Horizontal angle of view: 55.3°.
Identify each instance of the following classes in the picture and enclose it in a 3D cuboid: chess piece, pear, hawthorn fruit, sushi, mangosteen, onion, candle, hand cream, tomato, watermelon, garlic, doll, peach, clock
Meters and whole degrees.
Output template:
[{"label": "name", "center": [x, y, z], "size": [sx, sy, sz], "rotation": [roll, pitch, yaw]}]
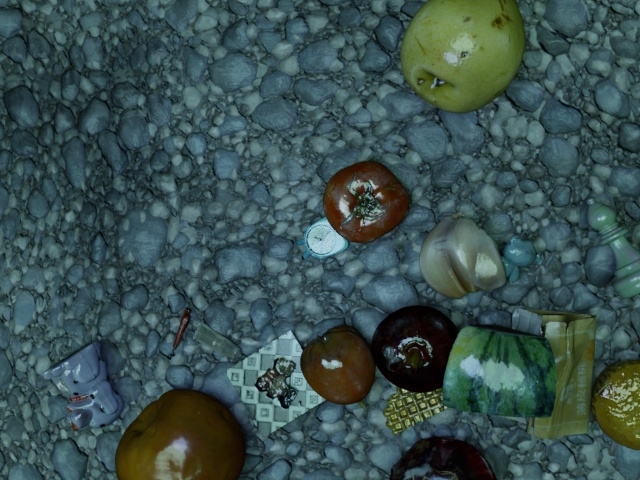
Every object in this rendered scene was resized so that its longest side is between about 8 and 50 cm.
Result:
[{"label": "chess piece", "center": [0.764, 0.005, 1.565], "size": [0.139, 0.139, 0.271], "rotation": [-29, 75, 10]}, {"label": "pear", "center": [0.357, -0.484, 1.534], "size": [0.310, 0.309, 0.308], "rotation": [0, 91, 10]}, {"label": "hawthorn fruit", "center": [0.065, 0.358, 1.665], "size": [0.200, 0.199, 0.251], "rotation": [-29, 101, 10]}, {"label": "sushi", "center": [-0.120, 0.410, 1.761], "size": [0.231, 0.047, 0.219], "rotation": [-33, 81, 5]}, {"label": "mangosteen", "center": [0.246, 0.285, 1.582], "size": [0.236, 0.261, 0.235], "rotation": [1, 93, 12]}, {"label": "onion", "center": [0.323, 0.674, 1.604], "size": [0.314, 0.232, 0.313], "rotation": [-14, 61, 28]}, {"label": "candle", "center": [-0.420, 0.282, 1.823], "size": [0.026, 0.021, 0.167], "rotation": [22, 95, 10]}, {"label": "hand cream", "center": [-0.300, 0.302, 1.801], "size": [0.165, 0.037, 0.057], "rotation": [27, 96, 16]}, {"label": "tomato", "center": [0.126, -0.109, 1.658], "size": [0.237, 0.095, 0.236], "rotation": [0, 83, 0]}, {"label": "watermelon", "center": [0.456, 0.328, 1.540], "size": [0.262, 0.201, 0.212], "rotation": [8, 92, 18]}, {"label": "garlic", "center": [0.356, 0.041, 1.611], "size": [0.217, 0.110, 0.227], "rotation": [-27, 74, 35]}, {"label": "doll", "center": [0.496, 0.060, 1.638], "size": [0.120, 0.075, 0.180], "rotation": [31, 122, -29]}, {"label": "peach", "center": [-0.377, 0.592, 1.679], "size": [0.343, 0.342, 0.301], "rotation": [-37, 108, 9]}, {"label": "clock", "center": [0.000, 0.000, 1.729], "size": [0.147, 0.045, 0.108], "rotation": [-24, 86, 11]}, {"label": "clock", "center": [-0.686, 0.448, 1.812], "size": [0.189, 0.189, 0.253], "rotation": [-26, 94, 10]}]

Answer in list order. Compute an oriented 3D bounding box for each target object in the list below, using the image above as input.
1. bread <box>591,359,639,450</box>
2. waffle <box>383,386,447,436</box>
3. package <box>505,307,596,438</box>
[{"label": "bread", "center": [0.809, 0.414, 1.547], "size": [0.240, 0.139, 0.239], "rotation": [0, 92, 10]}, {"label": "waffle", "center": [0.266, 0.467, 1.693], "size": [0.161, 0.046, 0.191], "rotation": [29, 97, 9]}, {"label": "package", "center": [0.601, 0.343, 1.571], "size": [0.222, 0.165, 0.310], "rotation": [6, 93, 10]}]
